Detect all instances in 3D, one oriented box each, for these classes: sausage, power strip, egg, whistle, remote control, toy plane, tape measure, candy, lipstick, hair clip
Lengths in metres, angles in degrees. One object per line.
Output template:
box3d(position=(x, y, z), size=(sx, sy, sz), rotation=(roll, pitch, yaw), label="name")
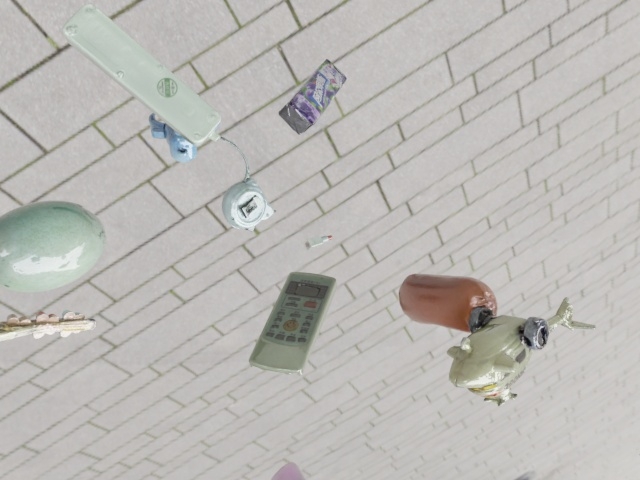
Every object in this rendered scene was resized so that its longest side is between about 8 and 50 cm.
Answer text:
box3d(position=(0.174, 0.086, 0.840), size=(0.077, 0.194, 0.077), rotation=(1, 89, -24), label="sausage")
box3d(position=(-0.372, -0.344, 1.288), size=(0.385, 0.062, 0.091), rotation=(40, 79, -11), label="power strip")
box3d(position=(-0.525, 0.010, 1.138), size=(0.237, 0.169, 0.169), rotation=(-29, 150, -45), label="egg")
box3d(position=(-0.350, -0.291, 1.524), size=(0.180, 0.269, 0.093), rotation=(-2, 129, -7), label="whistle")
box3d(position=(-0.056, 0.177, 1.310), size=(0.124, 0.285, 0.038), rotation=(7, 130, 18), label="remote control")
box3d(position=(0.252, 0.127, 0.737), size=(0.287, 0.092, 0.108), rotation=(-20, 107, -41), label="toy plane")
box3d(position=(-0.262, -0.173, 1.805), size=(0.164, 0.084, 0.330), rotation=(-48, 129, -24), label="tape measure")
box3d(position=(-0.013, -0.394, 1.612), size=(0.088, 0.312, 0.061), rotation=(44, 131, -14), label="candy")
box3d(position=(0.000, 0.000, 2.007), size=(0.129, 0.030, 0.030), rotation=(-19, 166, -45), label="lipstick")
box3d(position=(-0.532, 0.161, 1.121), size=(0.214, 0.056, 0.062), rotation=(-2, 122, -52), label="hair clip")

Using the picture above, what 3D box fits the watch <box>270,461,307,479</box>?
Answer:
box3d(position=(-0.033, 0.349, 0.480), size=(0.211, 0.217, 0.248), rotation=(-9, 115, -16), label="watch")
